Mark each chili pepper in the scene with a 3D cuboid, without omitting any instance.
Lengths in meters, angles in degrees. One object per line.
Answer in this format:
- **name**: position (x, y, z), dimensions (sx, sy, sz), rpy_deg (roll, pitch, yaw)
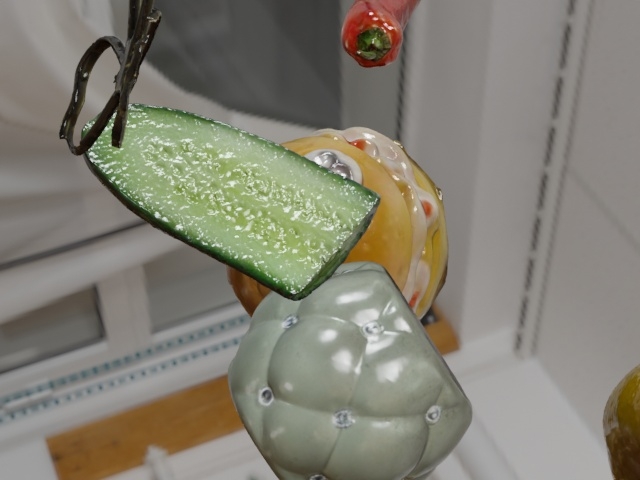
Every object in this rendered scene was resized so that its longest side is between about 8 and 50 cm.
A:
- **chili pepper**: position (0.064, -0.235, 1.389), dimensions (0.071, 0.063, 0.272), rpy_deg (47, 27, -11)

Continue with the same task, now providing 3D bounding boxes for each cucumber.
- **cucumber**: position (-0.084, -0.039, 1.073), dimensions (0.244, 0.115, 0.063), rpy_deg (29, -19, 9)

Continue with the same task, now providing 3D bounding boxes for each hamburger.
- **hamburger**: position (0.000, 0.000, 1.521), dimensions (0.276, 0.237, 0.276), rpy_deg (2, -87, 30)

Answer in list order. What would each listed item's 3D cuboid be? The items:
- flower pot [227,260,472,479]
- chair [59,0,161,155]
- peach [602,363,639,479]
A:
- **flower pot**: position (0.026, 0.146, 1.294), dimensions (0.246, 0.195, 0.246), rpy_deg (57, 2, -3)
- **chair**: position (-0.144, -0.217, 0.623), dimensions (0.160, 0.170, 0.326), rpy_deg (5, -96, 65)
- **peach**: position (0.329, 0.198, 1.044), dimensions (0.251, 0.153, 0.251), rpy_deg (52, -2, 3)
